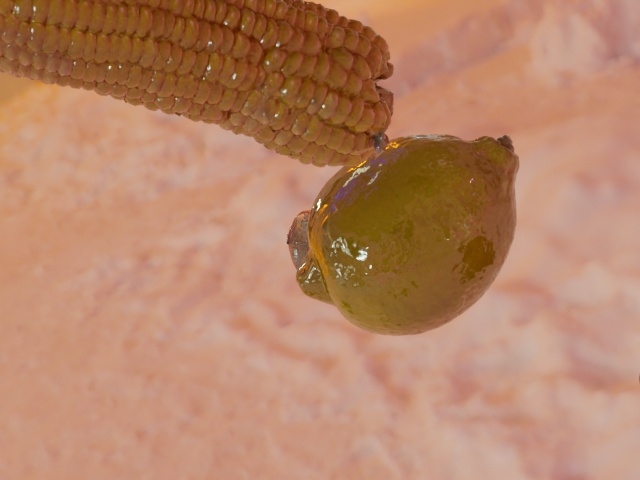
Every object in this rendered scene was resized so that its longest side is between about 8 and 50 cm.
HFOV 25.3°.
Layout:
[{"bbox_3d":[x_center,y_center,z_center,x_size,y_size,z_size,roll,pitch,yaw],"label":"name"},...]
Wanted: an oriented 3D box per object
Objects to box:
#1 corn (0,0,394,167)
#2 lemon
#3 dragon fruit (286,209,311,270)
[{"bbox_3d":[-0.091,-0.115,0.851,0.292,0.101,0.101,12,10,-18],"label":"corn"},{"bbox_3d":[0.092,-0.009,1.375,0.248,0.184,0.184,-34,17,8],"label":"lemon"},{"bbox_3d":[0.000,0.000,1.556,0.056,0.083,0.060,-11,26,-31],"label":"dragon fruit"}]
